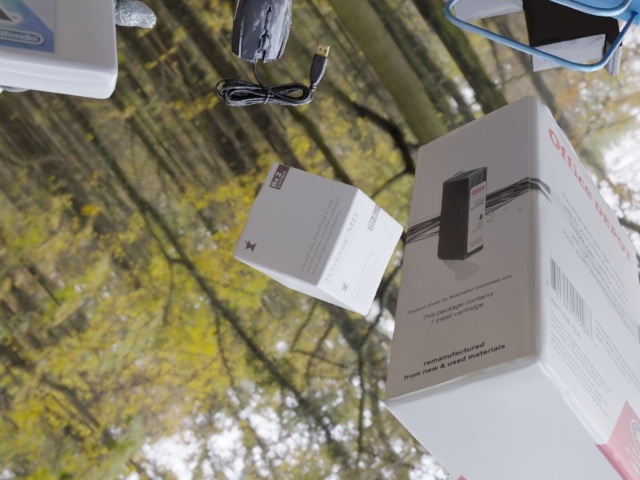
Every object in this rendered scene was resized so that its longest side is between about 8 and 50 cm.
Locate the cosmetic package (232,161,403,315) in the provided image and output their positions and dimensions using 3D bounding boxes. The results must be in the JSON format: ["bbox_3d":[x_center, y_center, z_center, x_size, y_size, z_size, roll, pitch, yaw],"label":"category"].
[{"bbox_3d":[0.000,0.000,1.384,0.152,0.184,0.151,19,-97,29],"label":"cosmetic package"}]

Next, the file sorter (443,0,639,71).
[{"bbox_3d":[0.152,-0.205,0.570,0.104,0.118,0.170,-48,157,-41],"label":"file sorter"}]

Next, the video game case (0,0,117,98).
[{"bbox_3d":[-0.320,-0.244,0.698,0.036,0.329,0.299,121,-34,-48],"label":"video game case"}]

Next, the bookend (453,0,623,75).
[{"bbox_3d":[0.190,-0.226,0.894,0.156,0.157,0.072,-9,166,12],"label":"bookend"}]

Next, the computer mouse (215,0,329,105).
[{"bbox_3d":[-0.060,-0.336,1.523,0.184,0.261,0.060,3,-166,-25],"label":"computer mouse"}]

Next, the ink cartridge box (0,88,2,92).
[{"bbox_3d":[-0.555,-0.323,1.537,0.092,0.160,0.219,-54,-161,3],"label":"ink cartridge box"}]

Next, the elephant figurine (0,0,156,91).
[{"bbox_3d":[-0.349,-0.253,1.064,0.239,0.186,0.169,-36,170,31],"label":"elephant figurine"}]

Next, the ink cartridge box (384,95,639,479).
[{"bbox_3d":[0.157,0.055,0.713,0.114,0.197,0.272,-22,-145,30],"label":"ink cartridge box"}]
